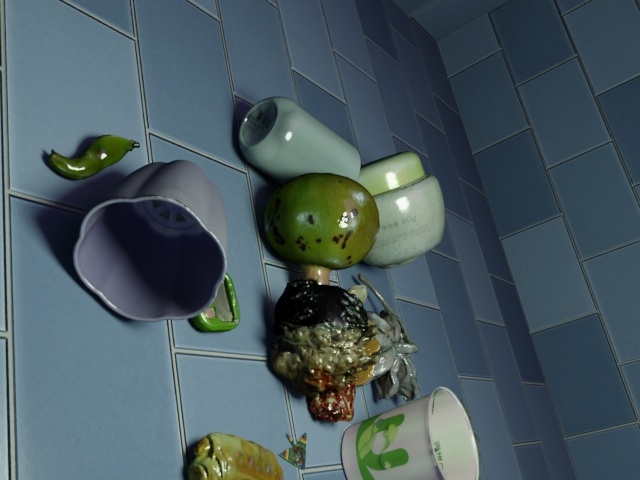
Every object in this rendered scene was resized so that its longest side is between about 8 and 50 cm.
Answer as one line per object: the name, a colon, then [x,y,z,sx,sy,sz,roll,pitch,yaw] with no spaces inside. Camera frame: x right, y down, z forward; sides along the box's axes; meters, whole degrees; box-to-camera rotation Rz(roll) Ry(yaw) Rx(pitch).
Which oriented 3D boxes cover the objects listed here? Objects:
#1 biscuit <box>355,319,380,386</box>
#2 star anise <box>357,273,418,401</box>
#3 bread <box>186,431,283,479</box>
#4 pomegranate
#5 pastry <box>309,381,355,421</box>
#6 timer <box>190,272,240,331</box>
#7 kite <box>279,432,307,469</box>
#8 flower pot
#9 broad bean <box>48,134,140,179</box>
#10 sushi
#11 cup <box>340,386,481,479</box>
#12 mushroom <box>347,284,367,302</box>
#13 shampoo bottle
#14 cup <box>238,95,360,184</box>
biscuit: [0.091,0.288,1.733,0.027,0.133,0.184,85,-7,-67]
star anise: [0.170,0.283,1.846,0.359,0.139,0.316,53,30,-2]
bread: [-0.150,0.438,1.265,0.232,0.088,0.128,37,47,-48]
pomegranate: [-0.017,-0.016,1.673,0.291,0.290,0.323,40,73,-38]
pastry: [0.031,0.341,1.622,0.115,0.097,0.209,53,28,-39]
timer: [-0.228,0.125,1.407,0.128,0.047,0.140,9,61,-54]
kite: [-0.053,0.464,1.478,0.090,0.004,0.122,64,29,-1]
flower pot: [-0.284,-0.025,1.234,0.265,0.265,0.243,50,23,-25]
broad bean: [-0.430,-0.164,1.292,0.070,0.048,0.213,63,32,-5]
sushi: [-0.003,0.229,1.515,0.225,0.238,0.219,27,49,-23]
cup: [0.212,0.504,1.609,0.253,0.274,0.253,37,41,-41]
mushroom: [0.055,0.181,1.729,0.209,0.071,0.084,-37,112,-32]
shampoo bottle: [0.210,-0.088,2.002,0.322,0.322,0.317,-28,99,-61]
cup: [-0.062,-0.240,1.799,0.312,0.205,0.206,30,44,-43]
